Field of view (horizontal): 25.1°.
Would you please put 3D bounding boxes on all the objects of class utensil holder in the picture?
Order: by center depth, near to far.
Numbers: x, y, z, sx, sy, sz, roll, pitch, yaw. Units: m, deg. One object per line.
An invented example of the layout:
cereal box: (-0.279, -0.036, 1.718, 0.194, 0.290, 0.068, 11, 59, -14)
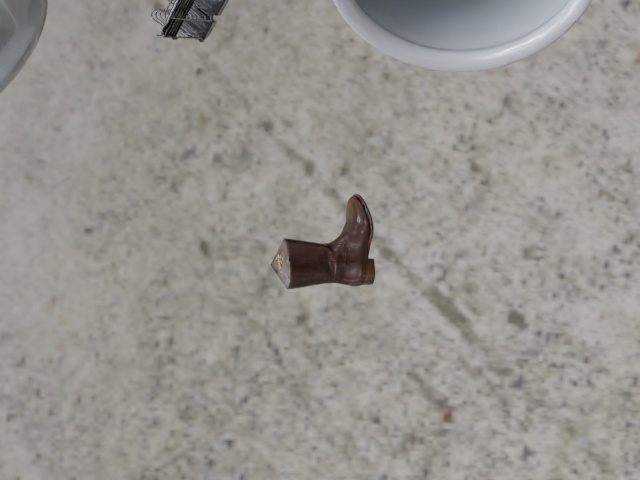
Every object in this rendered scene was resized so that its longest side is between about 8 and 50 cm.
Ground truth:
utensil holder: (0.171, -0.454, 1.776, 0.327, 0.327, 0.385, -40, 31, 34)

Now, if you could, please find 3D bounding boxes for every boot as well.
boot: (0.000, 0.000, 1.535, 0.037, 0.114, 0.106, 142, 124, -59)

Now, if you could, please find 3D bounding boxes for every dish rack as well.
dish rack: (-0.187, -0.403, 2.230, 0.074, 0.271, 0.208, 30, 102, 5)

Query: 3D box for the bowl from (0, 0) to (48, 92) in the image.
bowl: (-0.358, -0.184, 1.042, 0.297, 0.134, 0.298, -9, 45, 9)
